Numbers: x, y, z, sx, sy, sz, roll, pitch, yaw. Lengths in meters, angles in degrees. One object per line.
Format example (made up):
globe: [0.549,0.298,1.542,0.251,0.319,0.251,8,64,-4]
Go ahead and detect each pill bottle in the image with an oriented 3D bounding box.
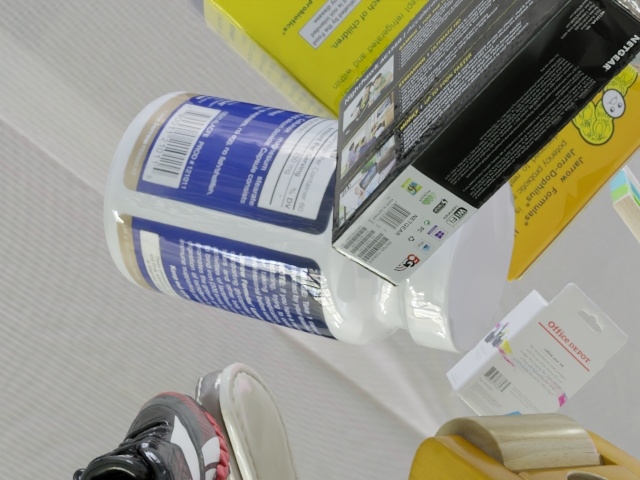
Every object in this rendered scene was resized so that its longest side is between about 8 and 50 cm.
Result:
pill bottle: [-0.007,-0.012,0.955,0.153,0.265,0.153,-40,-43,-51]

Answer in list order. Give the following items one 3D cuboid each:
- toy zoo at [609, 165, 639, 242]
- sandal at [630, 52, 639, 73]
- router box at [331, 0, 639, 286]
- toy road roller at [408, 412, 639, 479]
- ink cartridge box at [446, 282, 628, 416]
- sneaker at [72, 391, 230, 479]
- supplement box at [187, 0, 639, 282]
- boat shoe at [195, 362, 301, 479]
toy zoo: [0.491,-0.021,2.001,0.030,0.293,0.192,-35,-83,17]
sandal: [0.366,-0.164,1.329,0.180,0.072,0.049,8,-41,-29]
router box: [0.076,-0.081,0.653,0.046,0.133,0.179,31,-57,-20]
toy road roller: [0.223,0.323,1.226,0.203,0.329,0.240,4,-70,-36]
ink cartridge box: [0.246,0.133,1.536,0.181,0.061,0.104,-44,-76,8]
sneaker: [-0.145,0.205,1.162,0.098,0.276,0.135,-27,-61,13]
supplement box: [0.080,-0.156,1.129,0.356,0.194,0.195,43,-92,-4]
boat shoe: [-0.075,0.254,1.411,0.116,0.097,0.324,-75,-27,-43]
